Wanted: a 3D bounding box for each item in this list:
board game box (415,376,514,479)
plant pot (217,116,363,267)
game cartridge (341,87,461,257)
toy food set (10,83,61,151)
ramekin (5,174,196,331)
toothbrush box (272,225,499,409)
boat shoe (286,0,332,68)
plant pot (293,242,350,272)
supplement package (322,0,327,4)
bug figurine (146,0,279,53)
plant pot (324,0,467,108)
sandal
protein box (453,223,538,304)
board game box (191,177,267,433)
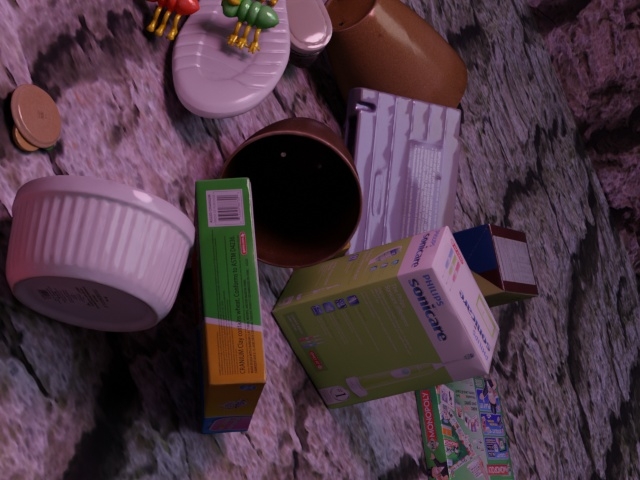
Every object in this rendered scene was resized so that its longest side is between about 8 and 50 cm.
[{"bbox_3d":[0.285,0.371,2.125,0.317,0.046,0.214,19,60,-57],"label":"board game box"},{"bbox_3d":[-0.035,-0.103,1.668,0.215,0.215,0.230,62,16,-20],"label":"plant pot"},{"bbox_3d":[0.134,-0.071,1.889,0.230,0.068,0.355,8,86,-35],"label":"game cartridge"},{"bbox_3d":[-0.343,-0.148,1.304,0.082,0.020,0.083,-16,89,-62],"label":"toy food set"},{"bbox_3d":[-0.248,0.023,1.202,0.207,0.207,0.109,37,54,-48],"label":"ramekin"},{"bbox_3d":[0.102,0.125,1.680,0.206,0.283,0.122,60,31,-22],"label":"toothbrush box"},{"bbox_3d":[-0.068,-0.457,1.881,0.097,0.116,0.324,126,-54,-70],"label":"boat shoe"},{"bbox_3d":[0.000,0.000,1.772,0.081,0.083,0.082,-14,87,-62],"label":"plant pot"},{"bbox_3d":[0.069,-0.488,2.052,0.105,0.179,0.105,66,29,-13],"label":"supplement package"},{"bbox_3d":[-0.145,-0.396,1.619,0.216,0.072,0.279,21,49,-1],"label":"bug figurine"},{"bbox_3d":[0.111,-0.345,1.974,0.254,0.237,0.237,48,37,-44],"label":"plant pot"},{"bbox_3d":[-0.128,-0.322,1.687,0.102,0.169,0.416,103,-4,-51],"label":"sandal"},{"bbox_3d":[0.295,0.063,2.141,0.201,0.199,0.136,10,67,-59],"label":"protein box"},{"bbox_3d":[-0.119,0.094,1.339,0.316,0.064,0.242,110,-24,-68],"label":"board game box"}]
